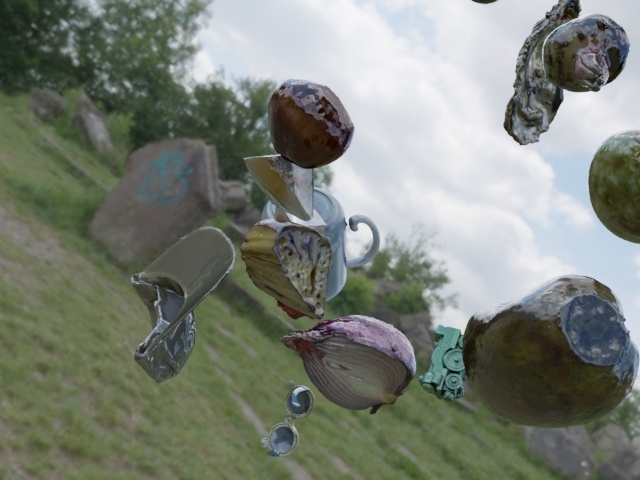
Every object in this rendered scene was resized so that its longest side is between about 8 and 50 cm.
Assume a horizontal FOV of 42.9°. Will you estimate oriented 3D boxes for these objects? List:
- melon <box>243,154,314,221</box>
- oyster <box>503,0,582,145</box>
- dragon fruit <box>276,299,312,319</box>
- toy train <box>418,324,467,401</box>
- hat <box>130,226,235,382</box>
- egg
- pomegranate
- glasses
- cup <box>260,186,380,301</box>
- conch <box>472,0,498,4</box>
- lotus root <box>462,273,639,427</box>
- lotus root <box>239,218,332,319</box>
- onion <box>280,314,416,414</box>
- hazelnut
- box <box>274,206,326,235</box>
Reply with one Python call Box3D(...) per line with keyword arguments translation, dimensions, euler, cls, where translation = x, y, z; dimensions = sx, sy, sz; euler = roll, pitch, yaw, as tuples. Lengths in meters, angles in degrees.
Box3D(translation=(-0.062, -0.144, 1.782), dimensions=(0.202, 0.139, 0.093), euler=(46, -17, 1), cls="melon")
Box3D(translation=(0.459, -0.359, 1.666), dimensions=(0.129, 0.345, 0.078), euler=(18, 2, -25), cls="oyster")
Box3D(translation=(-0.054, 0.096, 2.071), dimensions=(0.133, 0.207, 0.150), euler=(2, -11, 13), cls="dragon fruit")
Box3D(translation=(0.290, 0.277, 1.841), dimensions=(0.105, 0.178, 0.071), euler=(13, -34, 21), cls="toy train")
Box3D(translation=(-0.219, 0.115, 1.355), dimensions=(0.149, 0.245, 0.214), euler=(57, 10, -38), cls="hat")
Box3D(translation=(0.712, -0.125, 1.803), dimensions=(0.289, 0.238, 0.238), euler=(50, -9, -28), cls="egg")
Box3D(translation=(0.428, -0.302, 1.312), dimensions=(0.163, 0.138, 0.125), euler=(-41, 118, -72), cls="pomegranate")
Box3D(translation=(-0.066, 0.454, 1.981), dimensions=(0.088, 0.189, 0.220), euler=(25, -5, -7), cls="glasses")
Box3D(translation=(0.000, 0.000, 2.371), dimensions=(0.259, 0.357, 0.274), euler=(-103, -171, -47), cls="cup")
Box3D(translation=(0.306, -0.548, 1.562), dimensions=(0.181, 0.187, 0.124), euler=(12, -24, -10), cls="conch")
Box3D(translation=(0.367, 0.180, 1.302), dimensions=(0.250, 0.250, 0.346), euler=(38, -17, 7), cls="lotus root")
Box3D(translation=(-0.049, 0.025, 1.224), dimensions=(0.135, 0.095, 0.159), euler=(18, -41, 38), cls="lotus root")
Box3D(translation=(0.066, 0.259, 1.997), dimensions=(0.349, 0.267, 0.159), euler=(38, 36, -23), cls="onion")
Box3D(translation=(-0.026, -0.237, 1.673), dimensions=(0.204, 0.178, 0.178), euler=(45, -2, 24), cls="hazelnut")
Box3D(translation=(-0.057, 0.015, 1.894), dimensions=(0.081, 0.199, 0.135), euler=(-3, 32, -24), cls="box")
